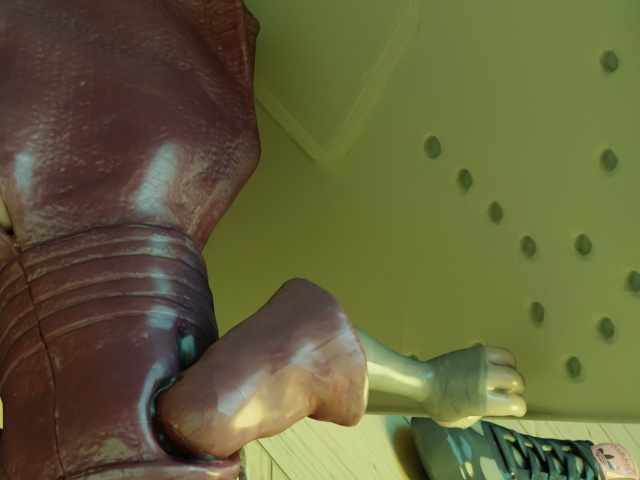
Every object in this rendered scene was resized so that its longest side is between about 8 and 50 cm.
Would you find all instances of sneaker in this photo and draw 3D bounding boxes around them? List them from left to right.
[{"bbox_3d":[0.185,0.190,1.585,0.319,0.131,0.112,36,30,-55],"label":"sneaker"}]

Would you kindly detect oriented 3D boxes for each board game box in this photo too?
[{"bbox_3d":[0.011,-0.110,0.950,0.050,0.390,0.390,-11,96,-46],"label":"board game box"}]

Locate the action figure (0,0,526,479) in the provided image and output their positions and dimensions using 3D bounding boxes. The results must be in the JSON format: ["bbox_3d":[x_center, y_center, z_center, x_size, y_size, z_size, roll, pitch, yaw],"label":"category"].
[{"bbox_3d":[-0.090,0.023,0.838,0.276,0.248,0.370,34,30,-52],"label":"action figure"}]
